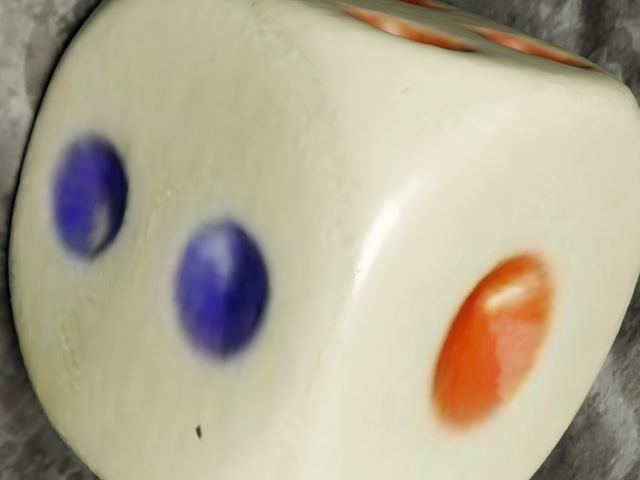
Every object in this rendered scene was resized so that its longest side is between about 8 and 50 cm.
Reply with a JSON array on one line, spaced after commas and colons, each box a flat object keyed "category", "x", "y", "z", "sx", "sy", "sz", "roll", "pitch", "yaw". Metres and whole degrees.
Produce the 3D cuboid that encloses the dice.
[{"category": "dice", "x": 0.000, "y": 0.000, "z": 0.810, "sx": 0.277, "sy": 0.304, "sz": 0.304, "roll": -1, "pitch": 114, "yaw": -44}]
